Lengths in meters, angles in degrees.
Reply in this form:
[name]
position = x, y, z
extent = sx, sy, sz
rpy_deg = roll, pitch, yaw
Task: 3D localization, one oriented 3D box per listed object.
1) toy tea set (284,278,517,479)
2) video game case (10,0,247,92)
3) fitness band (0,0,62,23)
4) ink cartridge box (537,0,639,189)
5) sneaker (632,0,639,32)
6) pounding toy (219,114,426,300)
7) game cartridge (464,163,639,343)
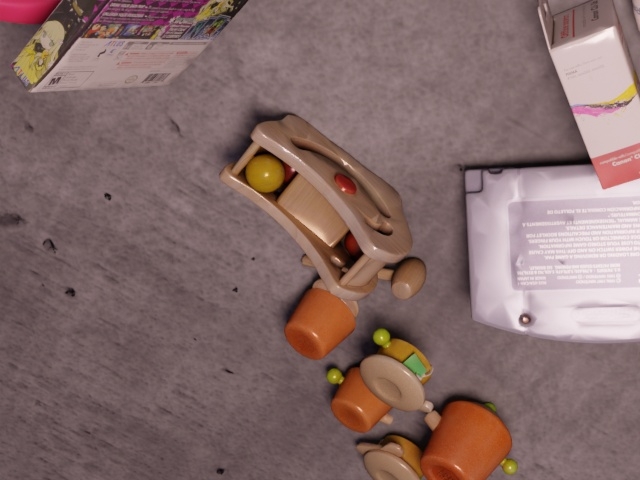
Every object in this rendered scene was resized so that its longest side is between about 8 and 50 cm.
[toy tea set]
position = 0.102, 0.175, 1.294
extent = 0.200, 0.124, 0.336
rpy_deg = -3, 126, 46
[video game case]
position = -0.163, -0.230, 1.047
extent = 0.210, 0.232, 0.042
rpy_deg = -42, 80, 27
[fitness band]
position = -0.340, -0.296, 0.970
extent = 0.290, 0.054, 0.209
rpy_deg = 13, 149, -4
[ink cartridge box]
position = 0.278, -0.166, 1.054
extent = 0.067, 0.115, 0.198
rpy_deg = -19, 113, 21
[sneaker]
position = 0.439, -0.250, 1.002
extent = 0.297, 0.111, 0.129
rpy_deg = 0, 134, 15
[pounding toy]
position = 0.000, 0.000, 1.177
extent = 0.269, 0.154, 0.155
rpy_deg = 37, 118, -9
[game cartridge]
position = 0.307, 0.012, 1.142
extent = 0.294, 0.060, 0.196
rpy_deg = -2, 91, 13
